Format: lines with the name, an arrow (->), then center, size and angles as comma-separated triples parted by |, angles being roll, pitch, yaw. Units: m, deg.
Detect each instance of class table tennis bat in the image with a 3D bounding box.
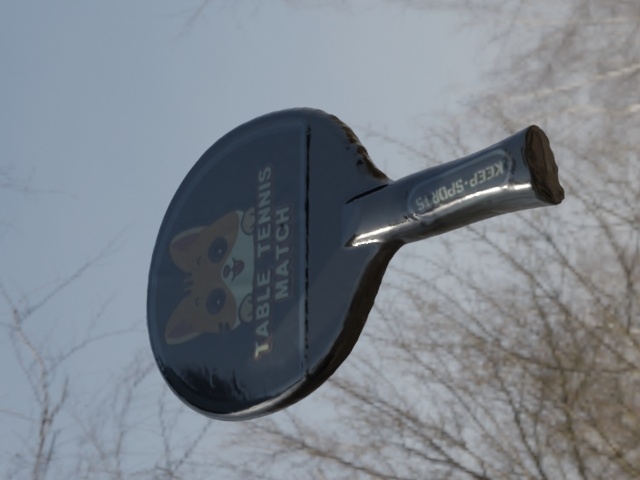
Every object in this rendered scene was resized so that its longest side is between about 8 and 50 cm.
table tennis bat -> 0.000, 0.000, 0.471 | 0.027, 0.236, 0.150 | 21, -119, -43
